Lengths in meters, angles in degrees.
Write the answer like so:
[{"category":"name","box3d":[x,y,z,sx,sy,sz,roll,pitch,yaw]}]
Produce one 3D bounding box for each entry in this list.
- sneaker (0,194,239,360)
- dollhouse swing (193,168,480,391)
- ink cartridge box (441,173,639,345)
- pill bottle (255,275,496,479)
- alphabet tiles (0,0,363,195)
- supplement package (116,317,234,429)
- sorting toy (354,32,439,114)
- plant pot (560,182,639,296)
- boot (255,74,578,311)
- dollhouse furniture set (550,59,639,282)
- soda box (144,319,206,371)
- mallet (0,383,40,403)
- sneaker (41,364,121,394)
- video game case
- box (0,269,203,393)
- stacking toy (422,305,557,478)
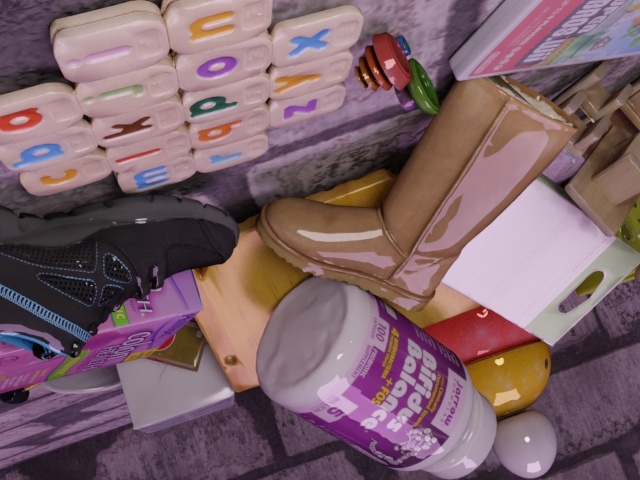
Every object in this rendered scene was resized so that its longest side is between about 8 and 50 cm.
[{"category":"sneaker","box3d":[-0.223,0.035,0.732,0.341,0.139,0.125,-7,175,-38]},{"category":"dollhouse swing","box3d":[0.000,0.000,1.133,0.347,0.305,0.315,-20,126,2]},{"category":"ink cartridge box","box3d":[0.256,0.015,0.983,0.235,0.056,0.171,28,114,-29]},{"category":"pill bottle","box3d":[0.080,0.179,0.985,0.169,0.169,0.301,-29,129,35]},{"category":"alphabet tiles","box3d":[-0.107,-0.106,0.619,0.278,0.021,0.284,-18,167,-9]},{"category":"supplement package","box3d":[-0.223,0.171,1.199,0.149,0.194,0.203,-17,167,-10]},{"category":"sorting toy","box3d":[0.058,-0.134,0.659,0.042,0.061,0.102,-25,151,23]},{"category":"plant pot","box3d":[0.572,-0.046,1.456,0.228,0.207,0.227,-14,166,-20]},{"category":"boot","box3d":[0.091,-0.069,0.841,0.236,0.089,0.269,21,123,-19]},{"category":"dollhouse furniture set","box3d":[0.347,-0.090,0.954,0.242,0.212,0.161,-44,-177,-37]},{"category":"soda box","box3d":[-0.244,0.122,1.073,0.181,0.061,0.058,15,164,-1]},{"category":"mallet","box3d":[-0.508,0.260,1.516,0.190,0.039,0.062,-22,166,-7]},{"category":"sneaker","box3d":[-0.338,0.205,1.372,0.292,0.108,0.169,-15,163,-26]},{"category":"video game case","box3d":[0.281,-0.219,0.719,0.285,0.025,0.204,-13,166,-27]},{"category":"box","box3d":[-0.289,0.079,0.898,0.243,0.117,0.213,-12,165,-33]},{"category":"stacking toy","box3d":[0.320,0.208,1.517,0.350,0.480,0.350,-19,168,-4]}]
